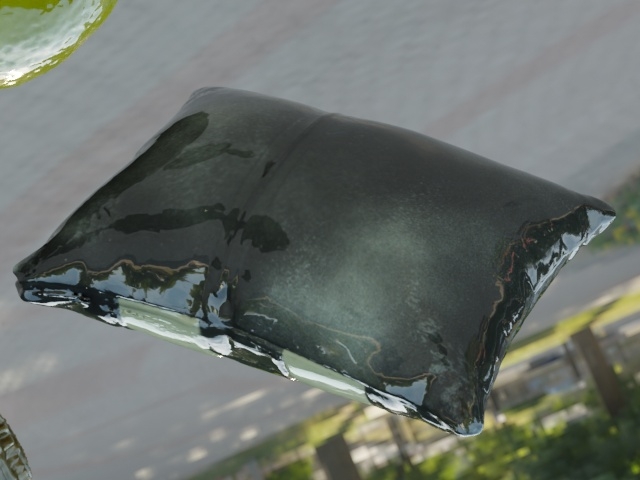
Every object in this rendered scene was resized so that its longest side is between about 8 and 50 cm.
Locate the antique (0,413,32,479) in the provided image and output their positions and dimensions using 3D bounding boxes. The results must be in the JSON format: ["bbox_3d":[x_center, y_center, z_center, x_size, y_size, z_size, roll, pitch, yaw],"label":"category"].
[{"bbox_3d":[-0.226,0.136,0.772,0.148,0.152,0.146,-32,-160,-30],"label":"antique"}]

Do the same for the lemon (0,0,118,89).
[{"bbox_3d":[-0.214,-0.174,0.886,0.248,0.184,0.184,-9,164,-36],"label":"lemon"}]

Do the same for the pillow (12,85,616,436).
[{"bbox_3d":[0.000,0.000,0.763,0.186,0.249,0.106,-52,149,-44],"label":"pillow"}]
